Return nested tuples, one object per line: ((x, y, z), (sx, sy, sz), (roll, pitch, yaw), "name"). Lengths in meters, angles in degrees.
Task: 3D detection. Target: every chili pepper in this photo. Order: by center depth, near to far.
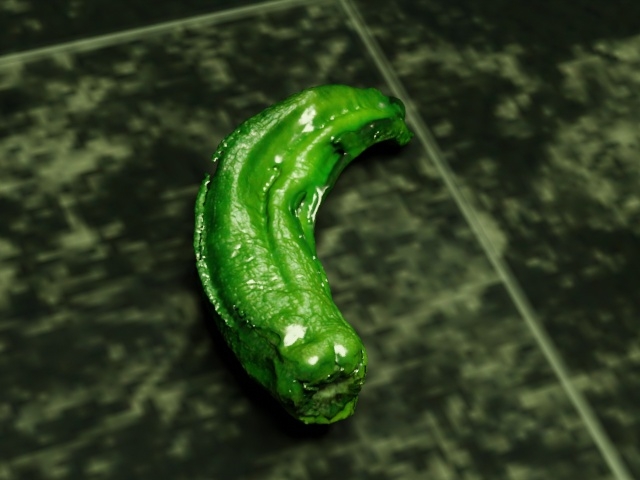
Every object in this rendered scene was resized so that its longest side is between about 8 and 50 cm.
((-0.008, -0.002, 0.442), (0.055, 0.035, 0.118), (24, 42, -10), "chili pepper")
